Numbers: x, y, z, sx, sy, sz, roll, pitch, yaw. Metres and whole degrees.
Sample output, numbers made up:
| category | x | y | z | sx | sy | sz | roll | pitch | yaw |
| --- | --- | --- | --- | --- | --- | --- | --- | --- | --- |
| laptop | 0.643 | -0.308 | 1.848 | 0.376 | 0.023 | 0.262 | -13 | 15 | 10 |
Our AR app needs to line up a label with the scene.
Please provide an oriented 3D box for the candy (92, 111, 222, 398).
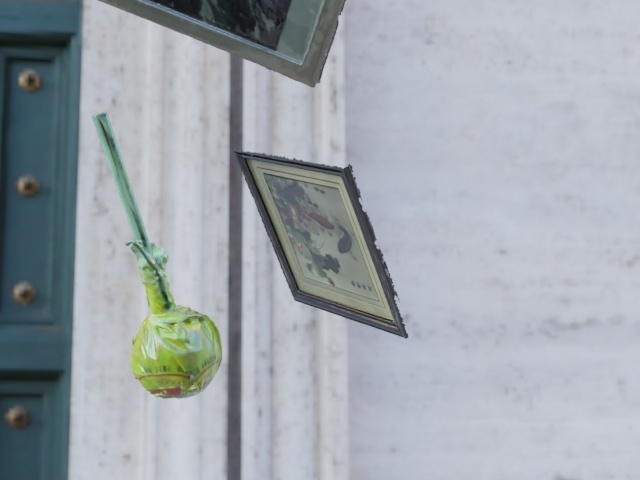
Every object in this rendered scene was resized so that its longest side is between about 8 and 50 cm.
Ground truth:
| category | x | y | z | sx | sy | sz | roll | pitch | yaw |
| --- | --- | --- | --- | --- | --- | --- | --- | --- | --- |
| candy | -0.151 | 0.014 | 1.101 | 0.073 | 0.262 | 0.077 | -7 | 14 | 45 |

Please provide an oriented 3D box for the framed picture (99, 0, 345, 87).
| category | x | y | z | sx | sy | sz | roll | pitch | yaw |
| --- | --- | --- | --- | --- | --- | --- | --- | --- | --- |
| framed picture | -0.099 | -0.248 | 0.889 | 0.281 | 0.208 | 0.019 | 21 | 29 | 5 |

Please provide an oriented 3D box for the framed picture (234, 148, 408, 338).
| category | x | y | z | sx | sy | sz | roll | pitch | yaw |
| --- | --- | --- | --- | --- | --- | --- | --- | --- | --- |
| framed picture | 0.000 | 0.000 | 1.280 | 0.010 | 0.199 | 0.195 | -34 | 28 | -27 |
